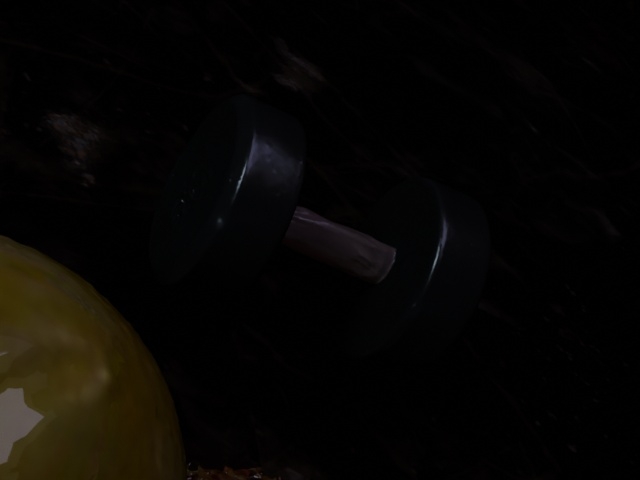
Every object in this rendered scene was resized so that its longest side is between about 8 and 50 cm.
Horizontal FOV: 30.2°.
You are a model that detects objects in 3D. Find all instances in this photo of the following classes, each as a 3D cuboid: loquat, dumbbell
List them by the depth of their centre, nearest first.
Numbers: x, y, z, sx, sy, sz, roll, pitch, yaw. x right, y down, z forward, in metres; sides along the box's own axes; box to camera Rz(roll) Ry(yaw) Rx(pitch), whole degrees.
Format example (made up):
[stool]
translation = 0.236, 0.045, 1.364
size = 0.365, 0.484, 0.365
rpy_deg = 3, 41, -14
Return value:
[loquat]
translation = -0.167, 0.107, 0.482
size = 0.244, 0.244, 0.244
rpy_deg = 27, 30, -17
[dumbbell]
translation = 0.000, 0.000, 0.880
size = 0.218, 0.152, 0.152
rpy_deg = 23, 32, -23

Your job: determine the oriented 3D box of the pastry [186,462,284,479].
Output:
[pastry]
translation = -0.065, 0.159, 0.667
size = 0.169, 0.063, 0.087
rpy_deg = 5, 40, -43
